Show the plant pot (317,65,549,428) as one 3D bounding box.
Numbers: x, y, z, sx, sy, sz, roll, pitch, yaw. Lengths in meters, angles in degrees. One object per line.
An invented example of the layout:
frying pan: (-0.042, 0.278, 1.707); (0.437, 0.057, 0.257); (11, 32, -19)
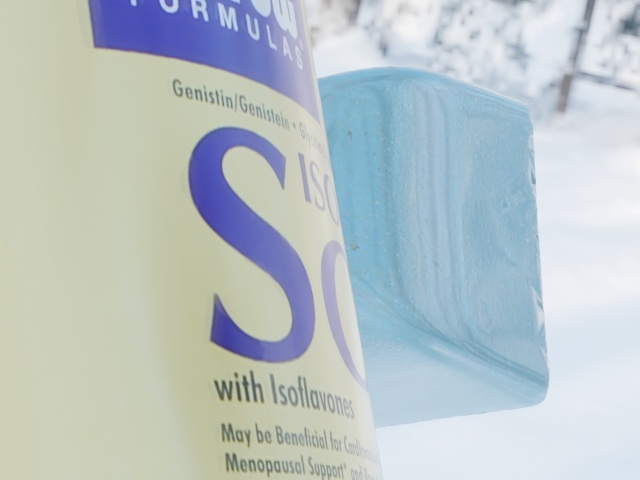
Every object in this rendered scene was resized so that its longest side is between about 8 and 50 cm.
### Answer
plant pot: (0.000, 0.000, 1.418); (0.248, 0.247, 0.252); (-12, -19, 30)

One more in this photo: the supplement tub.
supplement tub: (-0.111, 0.012, 0.532); (0.241, 0.331, 0.241); (-8, -16, -2)
